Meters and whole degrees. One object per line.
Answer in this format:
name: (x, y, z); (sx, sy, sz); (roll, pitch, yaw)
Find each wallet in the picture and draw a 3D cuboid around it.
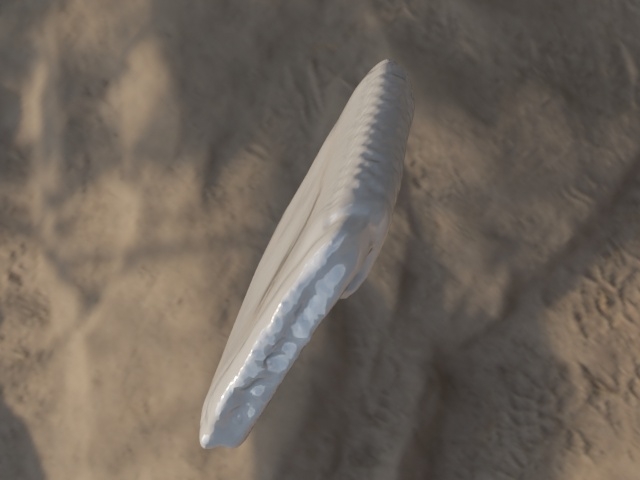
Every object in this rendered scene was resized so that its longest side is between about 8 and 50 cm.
wallet: (0.000, 0.000, 0.543); (0.124, 0.032, 0.183); (-56, 9, 27)
